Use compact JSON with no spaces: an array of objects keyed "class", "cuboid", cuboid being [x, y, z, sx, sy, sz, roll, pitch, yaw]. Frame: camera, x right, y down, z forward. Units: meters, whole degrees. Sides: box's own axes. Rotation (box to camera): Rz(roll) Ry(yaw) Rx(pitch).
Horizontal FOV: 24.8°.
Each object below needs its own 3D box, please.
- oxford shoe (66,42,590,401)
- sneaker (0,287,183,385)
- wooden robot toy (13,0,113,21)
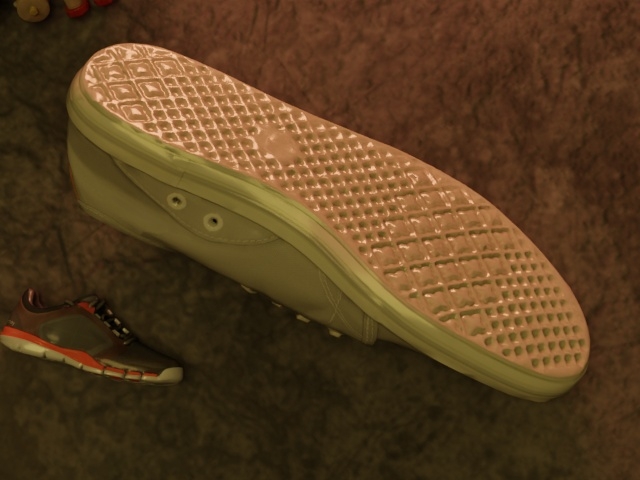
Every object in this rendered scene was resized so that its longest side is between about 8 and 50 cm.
[{"class":"oxford shoe","cuboid":[0.000,0.000,1.136,0.449,0.169,0.130,27,130,2]},{"class":"sneaker","cuboid":[-0.182,0.076,1.182,0.158,0.061,0.064,15,80,8]},{"class":"wooden robot toy","cuboid":[-0.219,-0.238,1.225,0.173,0.076,0.079,-20,48,6]}]
